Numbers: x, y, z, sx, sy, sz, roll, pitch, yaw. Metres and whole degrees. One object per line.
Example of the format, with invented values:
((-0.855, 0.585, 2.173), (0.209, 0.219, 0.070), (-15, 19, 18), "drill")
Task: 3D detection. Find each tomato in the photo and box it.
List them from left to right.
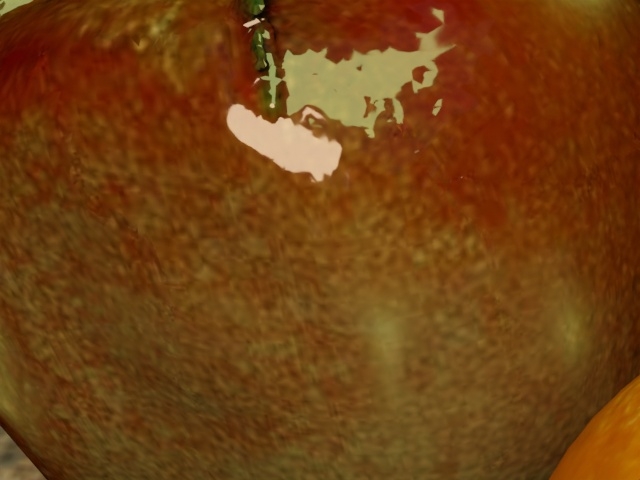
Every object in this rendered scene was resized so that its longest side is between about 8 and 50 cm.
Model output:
((0.000, 0.000, 0.656), (0.303, 0.239, 0.303), (-12, 10, 2), "tomato")

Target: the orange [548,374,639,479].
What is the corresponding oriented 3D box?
((0.164, 0.136, 0.489), (0.246, 0.246, 0.246), (-2, 38, 2), "orange")
